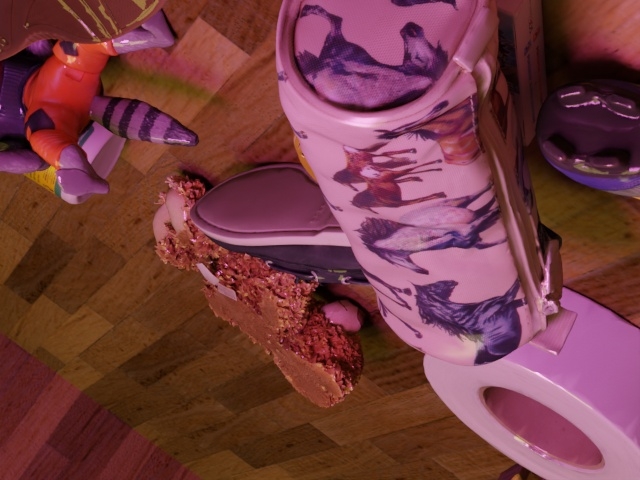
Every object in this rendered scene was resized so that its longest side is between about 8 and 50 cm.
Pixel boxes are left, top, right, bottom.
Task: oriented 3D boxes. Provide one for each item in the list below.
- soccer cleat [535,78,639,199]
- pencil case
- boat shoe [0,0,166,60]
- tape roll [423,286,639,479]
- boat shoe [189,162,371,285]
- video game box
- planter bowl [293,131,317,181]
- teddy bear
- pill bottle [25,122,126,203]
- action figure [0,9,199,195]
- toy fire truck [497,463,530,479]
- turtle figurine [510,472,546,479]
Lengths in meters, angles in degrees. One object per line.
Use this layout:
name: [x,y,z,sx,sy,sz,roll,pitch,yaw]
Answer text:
soccer cleat: [0.299,-0.053,1.272,0.289,0.093,0.121,21,-173,23]
pencil case: [0.089,-0.057,1.317,0.183,0.160,0.410,13,154,23]
boat shoe: [-0.247,-0.248,1.653,0.302,0.098,0.109,-10,127,42]
tape roll: [0.249,0.157,1.784,0.286,0.100,0.286,30,160,12]
boat shoe: [0.003,-0.003,1.772,0.340,0.127,0.113,1,131,43]
video game box: [0.079,-0.175,1.361,0.205,0.048,0.187,26,161,21]
planter bowl: [0.043,-0.089,1.558,0.217,0.090,0.217,31,161,12]
teddy bear: [-0.068,0.046,2.064,0.338,0.113,0.245,38,155,14]
pill bottle: [-0.340,-0.141,2.011,0.208,0.117,0.117,32,160,6]
action figure: [-0.288,-0.100,1.811,0.178,0.341,0.330,14,177,-34]
toy fire truck: [0.285,0.328,2.063,0.158,0.217,0.246,59,-169,-51]
turtle figurine: [0.310,0.323,1.894,0.217,0.269,0.087,44,168,23]
